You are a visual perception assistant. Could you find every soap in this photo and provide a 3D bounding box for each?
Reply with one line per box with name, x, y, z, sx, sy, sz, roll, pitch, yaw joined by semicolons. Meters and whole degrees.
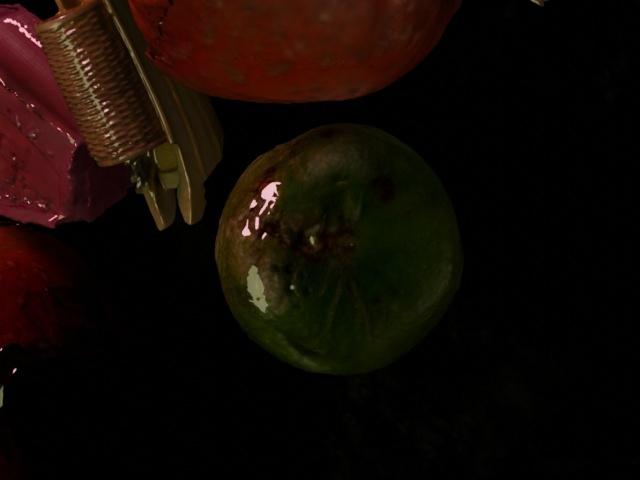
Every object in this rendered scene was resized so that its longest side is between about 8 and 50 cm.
soap;-0.303;-0.133;1.673;0.289;0.112;0.182;39;140;21

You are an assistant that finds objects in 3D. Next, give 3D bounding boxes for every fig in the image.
fig;0.000;0.000;1.400;0.203;0.203;0.235;64;167;-15

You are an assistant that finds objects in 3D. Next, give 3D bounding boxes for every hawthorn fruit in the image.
hawthorn fruit;-0.337;0.121;1.781;0.316;0.316;0.316;29;138;30
hawthorn fruit;0.007;-0.209;1.152;0.307;0.276;0.276;18;138;2

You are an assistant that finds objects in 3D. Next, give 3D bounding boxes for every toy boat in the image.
toy boat;-0.177;-0.153;1.506;0.089;0.115;0.310;-3;117;49
